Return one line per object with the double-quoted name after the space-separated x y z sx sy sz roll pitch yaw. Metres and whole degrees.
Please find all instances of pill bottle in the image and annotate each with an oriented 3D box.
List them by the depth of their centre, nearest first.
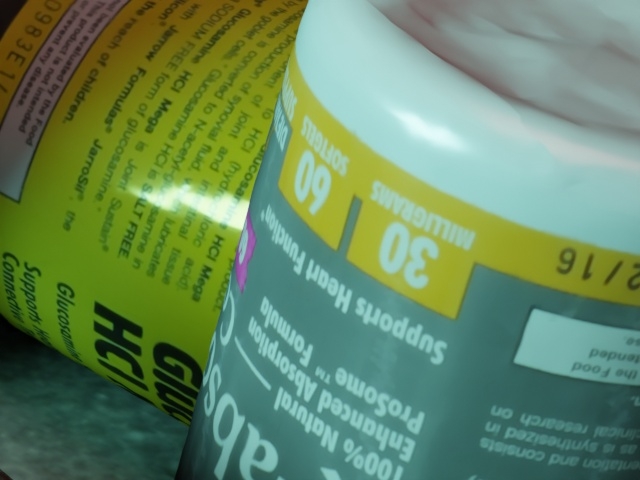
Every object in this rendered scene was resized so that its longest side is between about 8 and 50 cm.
0.041 0.064 0.589 0.162 0.278 0.162 13 27 -7 "pill bottle"
0.000 0.000 0.788 0.334 0.188 0.188 27 29 21 "pill bottle"

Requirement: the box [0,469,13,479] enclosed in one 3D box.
-0.152 0.135 0.451 0.381 0.191 0.143 31 31 28 "box"
